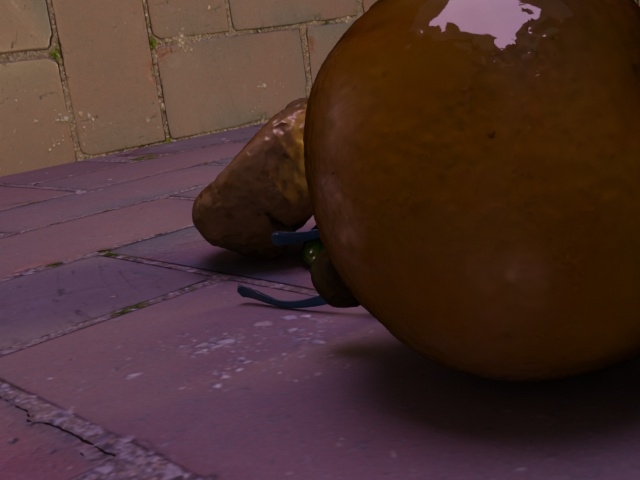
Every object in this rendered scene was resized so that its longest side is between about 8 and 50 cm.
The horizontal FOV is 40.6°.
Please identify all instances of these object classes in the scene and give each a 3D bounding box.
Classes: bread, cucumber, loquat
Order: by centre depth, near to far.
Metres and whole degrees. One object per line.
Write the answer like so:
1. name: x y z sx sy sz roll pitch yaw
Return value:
1. loquat: 0.126 -0.043 0.668 0.359 0.328 0.328 -33 -4 35
2. cucumber: 0.000 0.000 1.118 0.039 0.039 0.168 -4 15 14
3. bread: -0.057 -0.072 1.134 0.244 0.134 0.244 -46 3 3

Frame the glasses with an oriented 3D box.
1. glasses: 0.017 -0.005 0.934 0.221 0.088 0.189 -4 30 22
